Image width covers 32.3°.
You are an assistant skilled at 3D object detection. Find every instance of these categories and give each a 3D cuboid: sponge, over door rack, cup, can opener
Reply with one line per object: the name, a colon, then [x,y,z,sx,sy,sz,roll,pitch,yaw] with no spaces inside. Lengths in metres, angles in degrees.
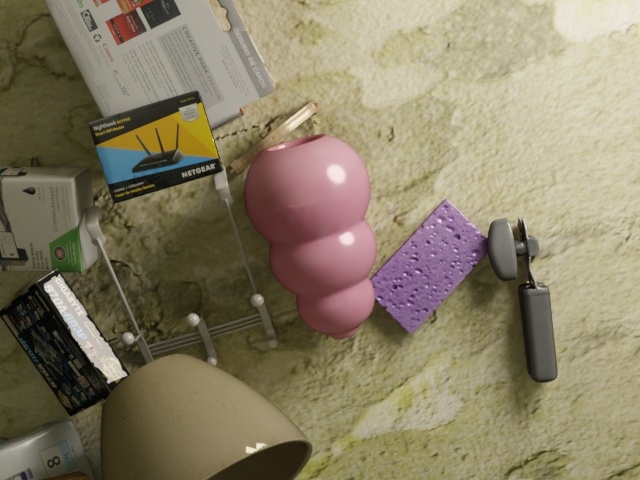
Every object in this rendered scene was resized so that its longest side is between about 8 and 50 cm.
sponge: [0.184,0.044,1.883,0.117,0.031,0.210,43,92,-4]
over door rack: [-0.222,0.072,1.795,0.239,0.108,0.324,-17,114,-1]
cup: [-0.215,0.321,1.737,0.331,0.331,0.237,-38,67,1]
can opener: [0.337,0.100,1.869,0.095,0.076,0.283,-7,95,2]

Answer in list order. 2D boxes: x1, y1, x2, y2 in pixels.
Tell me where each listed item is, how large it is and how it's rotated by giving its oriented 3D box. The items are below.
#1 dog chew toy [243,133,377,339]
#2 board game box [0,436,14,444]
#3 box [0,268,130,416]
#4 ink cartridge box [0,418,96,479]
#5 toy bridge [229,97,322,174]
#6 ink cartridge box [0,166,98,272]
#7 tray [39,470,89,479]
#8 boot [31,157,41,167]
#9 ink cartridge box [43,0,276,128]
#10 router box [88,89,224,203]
dog chew toy: [0.000,0.000,1.800,0.206,0.206,0.332,-16,102,0]
board game box: [-0.607,0.382,1.886,0.154,0.026,0.103,7,93,-2]
box: [-0.420,0.172,1.810,0.051,0.175,0.220,-37,94,-40]
ink cartridge box: [-0.518,0.501,1.761,0.385,0.091,0.308,-23,96,-40]
toy bridge: [-0.077,-0.171,1.847,0.188,0.063,0.026,-38,94,1]
ink cartridge box: [-0.485,-0.035,1.799,0.219,0.092,0.160,0,108,8]
tray: [-0.548,0.500,1.685,0.411,0.076,0.203,-9,89,-24]
boot: [-0.441,-0.080,1.857,0.087,0.042,0.118,0,98,-4]
ink cartridge box: [-0.253,-0.314,1.799,0.272,0.130,0.309,-26,95,1]
router box: [-0.255,-0.146,1.725,0.179,0.046,0.133,-17,97,0]
